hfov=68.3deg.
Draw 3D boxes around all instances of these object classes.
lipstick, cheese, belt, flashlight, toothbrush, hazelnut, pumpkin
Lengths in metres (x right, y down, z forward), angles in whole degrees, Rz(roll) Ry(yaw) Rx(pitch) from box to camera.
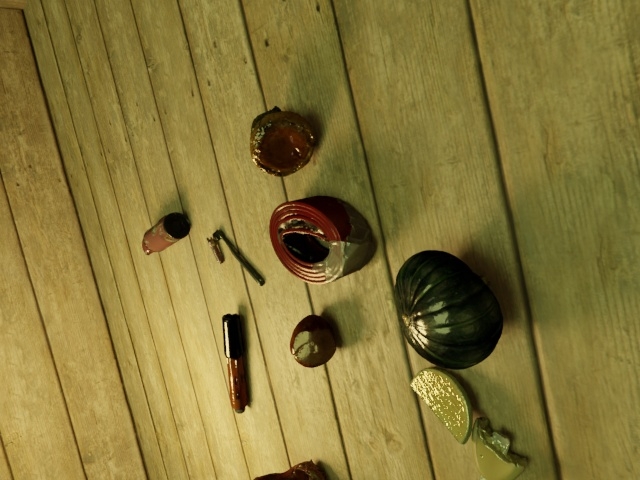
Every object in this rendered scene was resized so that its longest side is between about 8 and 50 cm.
[{"bbox_3d":[-0.323,0.474,1.800,0.077,0.077,0.418,16,115,43],"label":"lipstick"},{"bbox_3d":[0.388,0.526,1.076,0.127,0.050,0.235,26,119,38],"label":"cheese"},{"bbox_3d":[0.000,0.000,1.274,0.324,0.115,0.227,20,119,44],"label":"belt"},{"bbox_3d":[-0.389,0.035,1.760,0.031,0.052,0.110,-26,89,12],"label":"flashlight"},{"bbox_3d":[-0.292,0.061,1.666,0.297,0.030,0.030,44,156,27],"label":"toothbrush"},{"bbox_3d":[-0.022,0.295,1.389,0.143,0.143,0.154,6,99,46],"label":"hazelnut"},{"bbox_3d":[0.264,0.134,0.973,0.250,0.216,0.250,53,167,17],"label":"pumpkin"}]

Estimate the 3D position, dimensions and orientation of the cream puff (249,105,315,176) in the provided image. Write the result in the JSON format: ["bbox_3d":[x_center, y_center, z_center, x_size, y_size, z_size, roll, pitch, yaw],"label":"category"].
[{"bbox_3d":[-0.116,-0.290,1.287,0.169,0.183,0.183,-113,35,-47],"label":"cream puff"}]

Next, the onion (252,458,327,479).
[{"bbox_3d":[-0.123,0.923,1.541,0.353,0.353,0.354,18,115,43],"label":"onion"}]

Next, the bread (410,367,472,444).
[{"bbox_3d":[0.300,0.367,1.118,0.193,0.036,0.112,45,127,43],"label":"bread"}]

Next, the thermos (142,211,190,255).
[{"bbox_3d":[-0.667,-0.032,1.973,0.330,0.109,0.136,-21,87,48],"label":"thermos"}]
